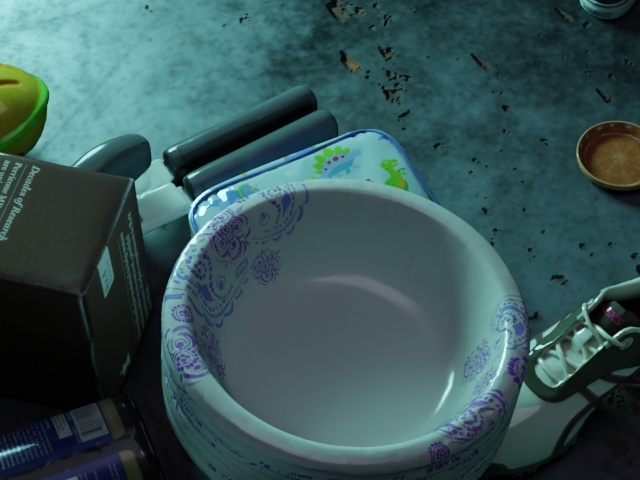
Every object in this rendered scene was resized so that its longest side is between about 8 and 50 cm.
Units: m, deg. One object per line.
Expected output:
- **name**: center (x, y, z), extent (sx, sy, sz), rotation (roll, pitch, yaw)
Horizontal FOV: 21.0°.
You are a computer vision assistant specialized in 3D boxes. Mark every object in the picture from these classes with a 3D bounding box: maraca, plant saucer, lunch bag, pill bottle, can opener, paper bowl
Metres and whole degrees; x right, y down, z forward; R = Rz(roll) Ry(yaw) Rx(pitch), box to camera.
- **maraca**: center (-0.338, -0.119, 1.663), extent (0.185, 0.099, 0.127), rotation (6, 46, 38)
- **plant saucer**: center (0.289, -0.080, 1.671), extent (0.083, 0.013, 0.083), rotation (0, 53, 0)
- **lunch bag**: center (0.000, 0.000, 1.567), extent (0.219, 0.090, 0.176), rotation (-23, 57, -16)
- **pill bottle**: center (-0.237, 0.213, 1.388), extent (0.219, 0.123, 0.123), rotation (-18, 55, -12)
- **can opener**: center (-0.115, -0.078, 1.624), extent (0.283, 0.095, 0.076), rotation (-27, 58, -18)
- **paper bowl**: center (0.016, 0.100, 1.368), extent (0.284, 0.148, 0.284), rotation (3, 49, -3)

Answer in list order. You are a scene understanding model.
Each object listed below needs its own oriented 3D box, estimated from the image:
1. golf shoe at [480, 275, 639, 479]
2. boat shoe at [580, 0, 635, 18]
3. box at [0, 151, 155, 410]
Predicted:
- **golf shoe**: center (0.213, 0.099, 1.472), extent (0.273, 0.120, 0.105), rotation (-30, 60, -19)
- **boat shoe**: center (0.331, -0.333, 1.823), extent (0.080, 0.076, 0.228), rotation (23, 57, 17)
- **box**: center (-0.349, 0.013, 1.500), extent (0.381, 0.191, 0.143), rotation (14, 54, 11)
